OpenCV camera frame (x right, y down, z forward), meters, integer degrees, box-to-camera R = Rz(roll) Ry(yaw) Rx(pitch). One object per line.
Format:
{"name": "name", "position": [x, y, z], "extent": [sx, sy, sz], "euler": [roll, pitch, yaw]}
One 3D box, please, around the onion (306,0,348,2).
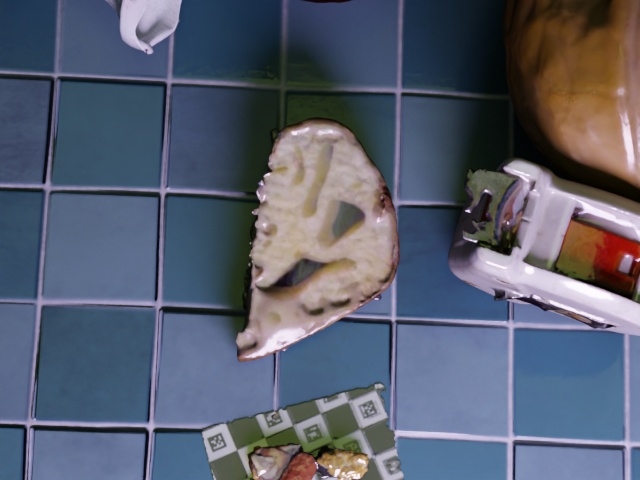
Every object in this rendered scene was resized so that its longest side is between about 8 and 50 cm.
{"name": "onion", "position": [-0.002, -0.391, 1.659], "extent": [0.273, 0.285, 0.273], "euler": [-12, 124, -18]}

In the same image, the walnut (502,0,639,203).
{"name": "walnut", "position": [0.354, -0.224, 1.560], "extent": [0.354, 0.308, 0.398], "euler": [2, 77, 15]}

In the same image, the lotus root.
{"name": "lotus root", "position": [0.000, 0.000, 1.666], "extent": [0.170, 0.074, 0.261], "euler": [3, 80, -6]}

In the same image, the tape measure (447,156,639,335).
{"name": "tape measure", "position": [0.245, 0.015, 1.581], "extent": [0.265, 0.258, 0.130], "euler": [20, 84, -1]}

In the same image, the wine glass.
{"name": "wine glass", "position": [-0.236, -0.301, 1.670], "extent": [0.196, 0.165, 0.165], "euler": [20, 78, 8]}

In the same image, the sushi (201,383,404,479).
{"name": "sushi", "position": [-0.010, 0.234, 1.639], "extent": [0.201, 0.031, 0.139], "euler": [-15, 80, -7]}
